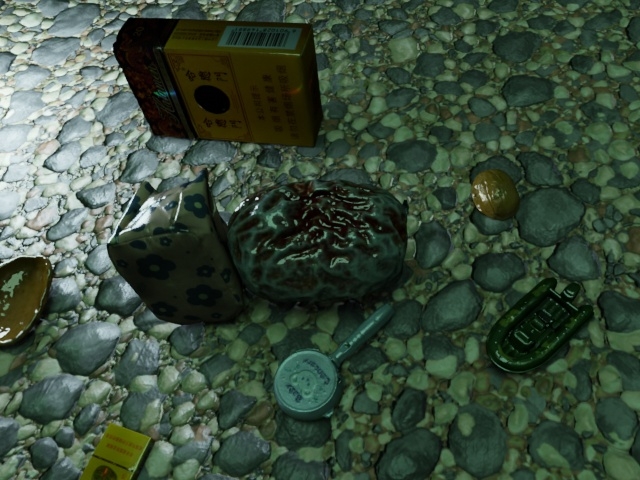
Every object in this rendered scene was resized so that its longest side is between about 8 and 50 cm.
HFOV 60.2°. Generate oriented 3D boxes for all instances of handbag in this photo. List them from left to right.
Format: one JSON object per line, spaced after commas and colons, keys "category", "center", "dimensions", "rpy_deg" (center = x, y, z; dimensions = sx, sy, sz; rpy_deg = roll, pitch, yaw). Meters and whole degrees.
{"category": "handbag", "center": [-0.243, 0.011, 1.000], "dimensions": [0.190, 0.251, 0.193], "rpy_deg": [-8, 46, 12]}

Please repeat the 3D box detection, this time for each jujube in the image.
{"category": "jujube", "center": [0.000, 0.000, 0.985], "dimensions": [0.317, 0.226, 0.226], "rpy_deg": [-5, 56, 3]}

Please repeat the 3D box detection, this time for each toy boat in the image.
{"category": "toy boat", "center": [0.364, 0.145, 0.930], "dimensions": [0.210, 0.052, 0.104], "rpy_deg": [-36, 61, -16]}

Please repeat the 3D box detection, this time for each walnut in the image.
{"category": "walnut", "center": [0.351, -0.101, 1.098], "dimensions": [0.091, 0.052, 0.121], "rpy_deg": [-11, 58, -3]}

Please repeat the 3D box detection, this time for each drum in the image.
{"category": "drum", "center": [0.039, 0.212, 0.936], "dimensions": [0.253, 0.049, 0.130], "rpy_deg": [-27, 56, -9]}

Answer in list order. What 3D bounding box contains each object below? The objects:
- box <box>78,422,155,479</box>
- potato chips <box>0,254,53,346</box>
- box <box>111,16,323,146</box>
{"category": "box", "center": [-0.343, 0.384, 0.895], "dimensions": [0.087, 0.023, 0.155], "rpy_deg": [15, 60, 15]}
{"category": "potato chips", "center": [-0.612, 0.121, 1.095], "dimensions": [0.150, 0.049, 0.201], "rpy_deg": [2, 55, 6]}
{"category": "box", "center": [-0.214, -0.346, 1.221], "dimensions": [0.415, 0.264, 0.115], "rpy_deg": [7, 58, 10]}
